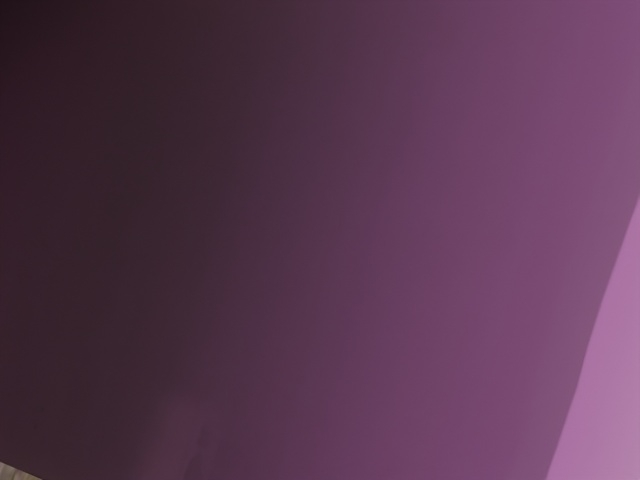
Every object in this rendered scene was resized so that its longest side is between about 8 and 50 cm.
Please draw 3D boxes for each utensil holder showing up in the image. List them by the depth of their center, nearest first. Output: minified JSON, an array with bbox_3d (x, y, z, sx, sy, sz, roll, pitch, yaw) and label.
[{"bbox_3d":[0.046,-0.096,0.676,0.327,0.328,0.385,16,90,-77],"label":"utensil holder"}]
